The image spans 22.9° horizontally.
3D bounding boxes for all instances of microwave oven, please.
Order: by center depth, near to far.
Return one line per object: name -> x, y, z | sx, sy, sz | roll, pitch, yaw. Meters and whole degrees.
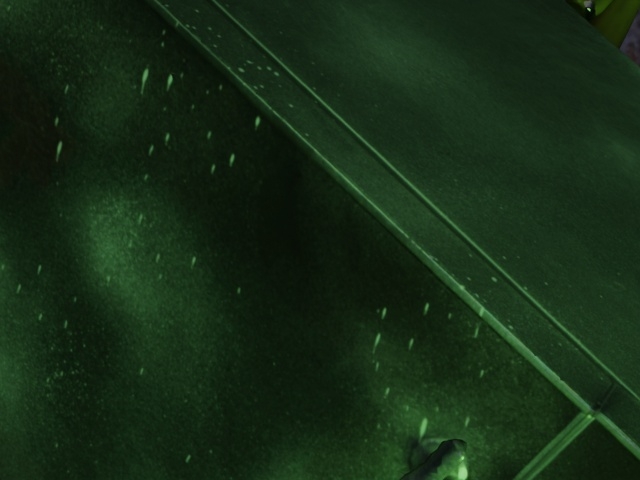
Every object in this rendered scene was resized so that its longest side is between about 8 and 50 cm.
microwave oven -> 0.000, 0.000, 0.709 | 0.432, 0.374, 0.236 | 44, 120, 7

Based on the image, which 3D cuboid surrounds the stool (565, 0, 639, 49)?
stool -> 0.148, -0.164, 0.940 | 0.110, 0.135, 0.134 | -45, 112, -21
